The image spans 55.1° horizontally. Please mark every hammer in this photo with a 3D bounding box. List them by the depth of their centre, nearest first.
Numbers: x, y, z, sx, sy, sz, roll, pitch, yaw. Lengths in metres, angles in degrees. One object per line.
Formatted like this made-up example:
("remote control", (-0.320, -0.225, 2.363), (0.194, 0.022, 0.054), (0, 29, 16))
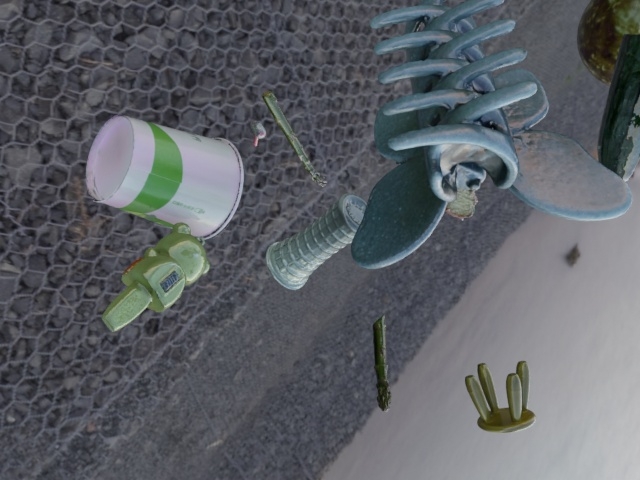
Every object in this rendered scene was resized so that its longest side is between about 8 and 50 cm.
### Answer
("hammer", (-0.176, -0.289, 1.698), (0.031, 0.052, 0.083), (-22, 157, -26))

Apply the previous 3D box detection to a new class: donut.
("donut", (0.217, -0.100, 1.175), (0.166, 0.117, 0.065), (28, 96, -5))

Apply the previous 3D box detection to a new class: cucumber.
("cucumber", (0.474, -0.200, 0.951), (0.115, 0.063, 0.243), (-62, 156, -60))

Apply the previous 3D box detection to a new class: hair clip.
("hair clip", (0.194, -0.178, 0.855), (0.238, 0.392, 0.318), (58, 25, -51))

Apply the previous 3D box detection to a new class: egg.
("egg", (0.648, -0.427, 1.259), (0.238, 0.289, 0.238), (-2, 105, -9))

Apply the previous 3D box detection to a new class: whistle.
("whistle", (-0.335, 0.078, 1.266), (0.288, 0.106, 0.131), (-47, 125, -37))

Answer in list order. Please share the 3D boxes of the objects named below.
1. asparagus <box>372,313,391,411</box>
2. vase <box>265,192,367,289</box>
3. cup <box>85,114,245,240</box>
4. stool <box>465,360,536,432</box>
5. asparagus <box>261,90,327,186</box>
("asparagus", (0.107, 0.214, 1.079), (0.236, 0.027, 0.034), (-87, 180, -55))
("vase", (0.000, 0.000, 1.562), (0.143, 0.299, 0.143), (24, 48, -30))
("cup", (-0.346, -0.146, 1.353), (0.274, 0.253, 0.253), (17, 87, -48))
("stool", (0.349, 0.299, 1.183), (0.135, 0.134, 0.110), (-12, 93, -13))
("asparagus", (-0.044, -0.178, 1.139), (0.025, 0.024, 0.248), (-32, 133, 2))
